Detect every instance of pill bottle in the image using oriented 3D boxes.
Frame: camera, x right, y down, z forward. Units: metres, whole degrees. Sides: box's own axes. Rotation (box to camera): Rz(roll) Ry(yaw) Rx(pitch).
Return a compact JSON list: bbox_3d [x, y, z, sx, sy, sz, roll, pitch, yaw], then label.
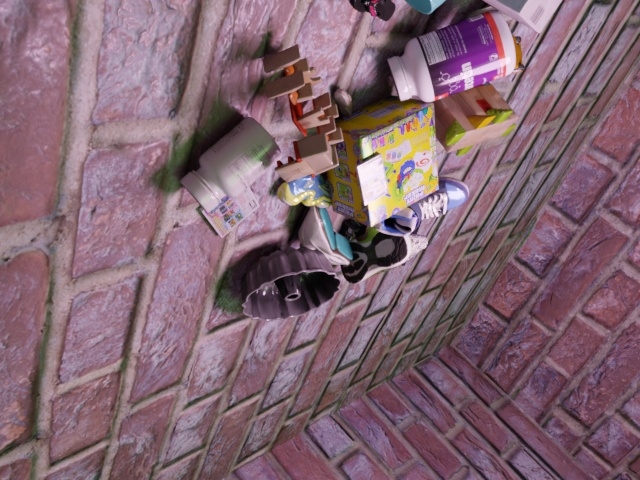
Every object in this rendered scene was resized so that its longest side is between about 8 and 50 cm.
[{"bbox_3d":[0.357,-0.496,1.712,0.323,0.181,0.181,-18,153,9],"label":"pill bottle"},{"bbox_3d":[-0.216,-0.177,1.488,0.229,0.131,0.131,-42,152,-8],"label":"pill bottle"}]

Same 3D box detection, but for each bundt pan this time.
[{"bbox_3d":[-0.106,0.130,1.983,0.331,0.124,0.330,-15,151,-8],"label":"bundt pan"}]

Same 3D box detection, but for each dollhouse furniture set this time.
[{"bbox_3d":[-0.051,-0.283,1.480,0.135,0.259,0.262,-16,155,16],"label":"dollhouse furniture set"}]

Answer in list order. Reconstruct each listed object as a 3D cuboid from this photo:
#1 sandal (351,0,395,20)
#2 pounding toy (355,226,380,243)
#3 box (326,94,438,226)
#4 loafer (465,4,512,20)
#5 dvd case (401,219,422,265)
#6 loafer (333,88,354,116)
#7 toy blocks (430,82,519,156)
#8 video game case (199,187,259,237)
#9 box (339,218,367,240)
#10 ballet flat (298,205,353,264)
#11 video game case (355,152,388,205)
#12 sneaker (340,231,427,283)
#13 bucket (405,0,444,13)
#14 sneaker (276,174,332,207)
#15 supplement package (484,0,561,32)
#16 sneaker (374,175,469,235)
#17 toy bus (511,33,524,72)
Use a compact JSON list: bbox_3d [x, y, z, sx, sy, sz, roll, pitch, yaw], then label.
[{"bbox_3d":[0.143,-0.584,1.539,0.179,0.040,0.067,-4,131,-52],"label":"sandal"},{"bbox_3d":[0.235,-0.015,2.349,0.183,0.110,0.237,-46,153,-1],"label":"pounding toy"},{"bbox_3d":[0.179,-0.237,1.811,0.290,0.177,0.279,-28,124,-30],"label":"box"},{"bbox_3d":[0.567,-0.728,1.887,0.320,0.112,0.111,-26,108,-22],"label":"loafer"},{"bbox_3d":[0.332,-0.050,2.387,0.022,0.180,0.253,3,135,-11],"label":"dvd case"},{"bbox_3d":[0.067,-0.387,1.704,0.039,0.045,0.125,-60,161,-10],"label":"loafer"},{"bbox_3d":[0.434,-0.427,1.932,0.382,0.260,0.190,-20,160,-39],"label":"toy blocks"},{"bbox_3d":[-0.244,-0.090,1.688,0.143,0.019,0.157,-41,153,-9],"label":"video game case"},{"bbox_3d":[0.119,-0.045,2.212,0.083,0.052,0.062,-24,147,-37],"label":"box"},{"bbox_3d":[0.000,0.000,2.041,0.139,0.139,0.400,-45,153,-2],"label":"ballet flat"},{"bbox_3d":[0.140,-0.165,1.680,0.087,0.011,0.122,-30,126,-24],"label":"video game case"},{"bbox_3d":[0.222,0.058,2.203,0.182,0.157,0.410,-2,170,-35],"label":"sneaker"},{"bbox_3d":[0.224,-0.645,1.340,0.183,0.281,0.281,-45,153,7],"label":"bucket"},{"bbox_3d":[-0.014,-0.166,1.827,0.240,0.091,0.126,-10,135,-47],"label":"sneaker"},{"bbox_3d":[0.467,-0.689,1.573,0.178,0.293,0.175,0,127,-55],"label":"supplement package"},{"bbox_3d":[0.314,-0.088,1.933,0.323,0.236,0.130,-1,127,3],"label":"sneaker"},{"bbox_3d":[0.540,-0.590,1.938,0.333,0.130,0.108,-10,94,-59],"label":"toy bus"}]
